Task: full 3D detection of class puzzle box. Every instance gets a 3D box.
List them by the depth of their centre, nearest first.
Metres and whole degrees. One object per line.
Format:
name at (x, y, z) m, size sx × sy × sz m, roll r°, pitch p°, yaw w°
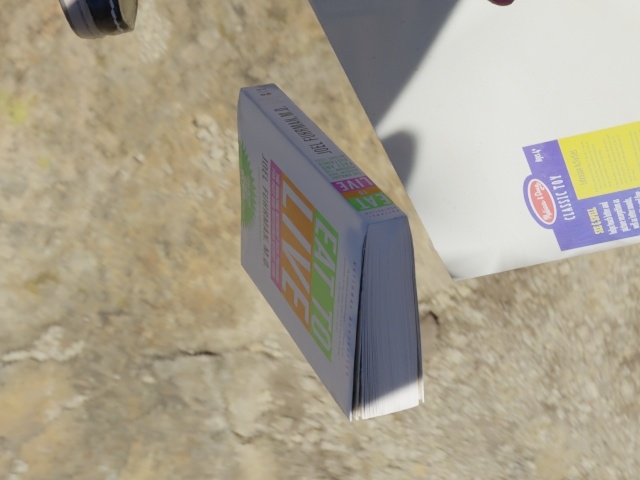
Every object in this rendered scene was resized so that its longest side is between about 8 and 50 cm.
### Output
puzzle box at (0.173, -0.120, 1.132) m, size 0.272 × 0.409 × 0.052 m, roll -12°, pitch 52°, yaw 15°

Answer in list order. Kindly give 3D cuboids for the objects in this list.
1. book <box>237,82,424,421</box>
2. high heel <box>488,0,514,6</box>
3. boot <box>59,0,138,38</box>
book at (0.000, 0.000, 0.653) m, size 0.035 × 0.096 × 0.144 m, roll -12°, pitch 31°, yaw -20°
high heel at (0.120, -0.186, 0.475) m, size 0.244 × 0.082 × 0.117 m, roll -35°, pitch 103°, yaw -4°
boot at (-0.064, -0.340, 1.142) m, size 0.284 × 0.138 × 0.377 m, roll 4°, pitch 92°, yaw 2°
